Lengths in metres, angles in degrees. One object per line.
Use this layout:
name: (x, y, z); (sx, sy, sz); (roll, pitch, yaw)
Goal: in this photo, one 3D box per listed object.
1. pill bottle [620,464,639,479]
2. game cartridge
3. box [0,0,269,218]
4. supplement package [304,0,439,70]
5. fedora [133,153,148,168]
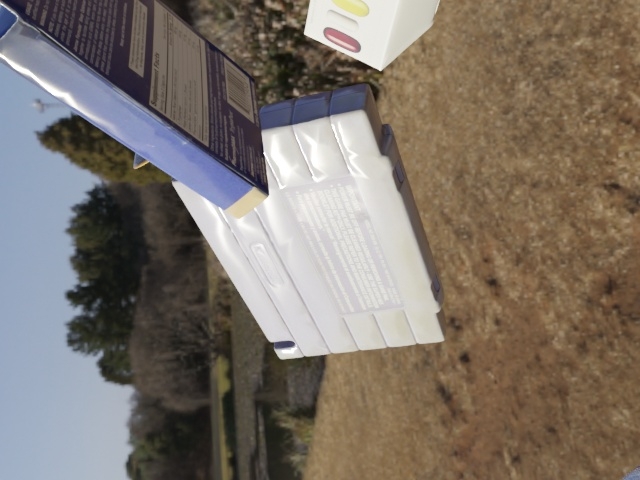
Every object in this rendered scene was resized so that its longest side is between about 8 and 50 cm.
pill bottle: (0.536, 0.395, 1.102); (0.152, 0.271, 0.153); (15, 110, 48)
game cartridge: (0.000, 0.000, 0.819); (0.068, 0.230, 0.355); (-87, -20, -45)
box: (-0.125, -0.121, 0.472); (0.225, 0.036, 0.137); (37, -150, -38)
supplement package: (0.105, -0.433, 1.117); (0.204, 0.145, 0.262); (-48, -20, -42)
fedora: (-0.156, -0.142, 0.953); (0.079, 0.194, 0.194); (43, -172, -24)
